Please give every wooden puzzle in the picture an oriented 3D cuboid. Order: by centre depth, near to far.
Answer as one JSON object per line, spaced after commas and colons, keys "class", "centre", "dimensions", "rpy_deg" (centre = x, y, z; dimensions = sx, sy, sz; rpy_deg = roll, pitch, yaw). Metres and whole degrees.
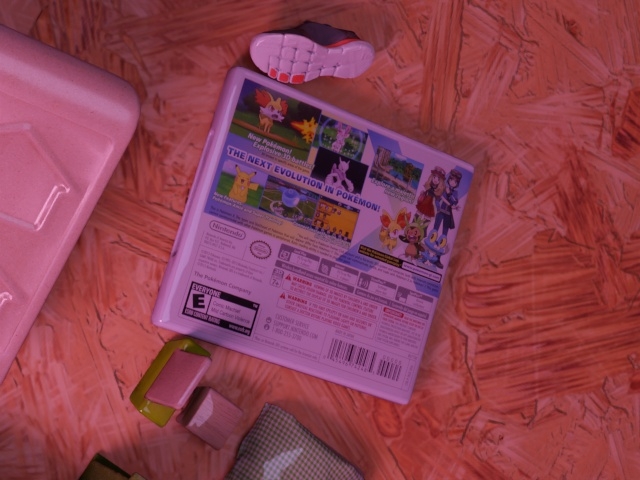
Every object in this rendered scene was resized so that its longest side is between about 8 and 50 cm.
{"class": "wooden puzzle", "centre": [-0.376, -0.054, 1.229], "dimensions": [0.322, 0.080, 0.348], "rpy_deg": [22, 109, -21]}

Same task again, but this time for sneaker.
{"class": "sneaker", "centre": [-0.017, -0.217, 1.528], "dimensions": [0.158, 0.065, 0.061], "rpy_deg": [2, 131, -35]}

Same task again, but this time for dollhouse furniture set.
{"class": "dollhouse furniture set", "centre": [-0.072, 0.265, 1.441], "dimensions": [0.301, 0.151, 0.197], "rpy_deg": [39, 73, -22]}

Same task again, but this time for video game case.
{"class": "video game case", "centre": [0.000, 0.000, 1.544], "dimensions": [0.329, 0.036, 0.300], "rpy_deg": [20, 81, -25]}
